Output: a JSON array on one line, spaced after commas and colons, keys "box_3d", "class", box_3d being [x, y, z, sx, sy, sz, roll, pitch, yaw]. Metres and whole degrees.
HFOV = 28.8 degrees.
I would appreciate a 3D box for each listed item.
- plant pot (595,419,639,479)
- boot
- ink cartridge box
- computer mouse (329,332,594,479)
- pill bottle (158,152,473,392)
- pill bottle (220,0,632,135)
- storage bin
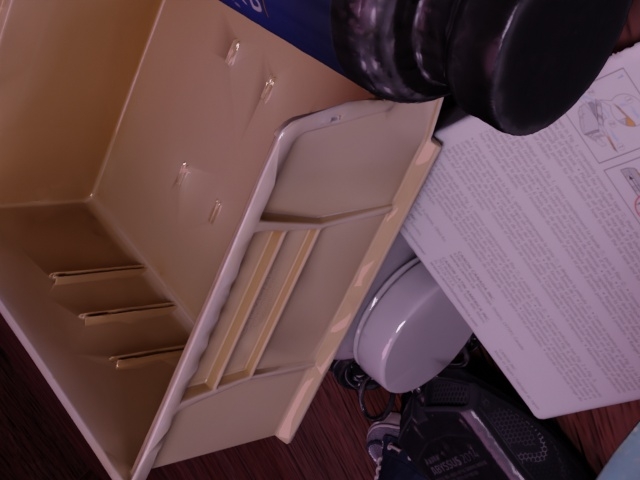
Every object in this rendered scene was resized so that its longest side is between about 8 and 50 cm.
[{"box_3d": [0.233, 0.225, 0.520, 0.341, 0.341, 0.334, 43, 166, 15], "class": "plant pot"}, {"box_3d": [0.068, 0.204, 1.101, 0.069, 0.086, 0.190, 51, 159, -6], "class": "boot"}, {"box_3d": [0.154, -0.006, 0.649, 0.232, 0.066, 0.189, -25, 106, 47], "class": "ink cartridge box"}, {"box_3d": [0.134, 0.154, 0.912, 0.272, 0.072, 0.188, 56, 146, -2], "class": "computer mouse"}, {"box_3d": [0.000, 0.000, 0.818, 0.216, 0.121, 0.121, 39, 158, 32], "class": "pill bottle"}, {"box_3d": [0.023, -0.136, 0.549, 0.219, 0.123, 0.123, 35, 155, 31], "class": "pill bottle"}, {"box_3d": [-0.088, -0.047, 0.718, 0.262, 0.123, 0.260, 47, 126, 33], "class": "storage bin"}]
